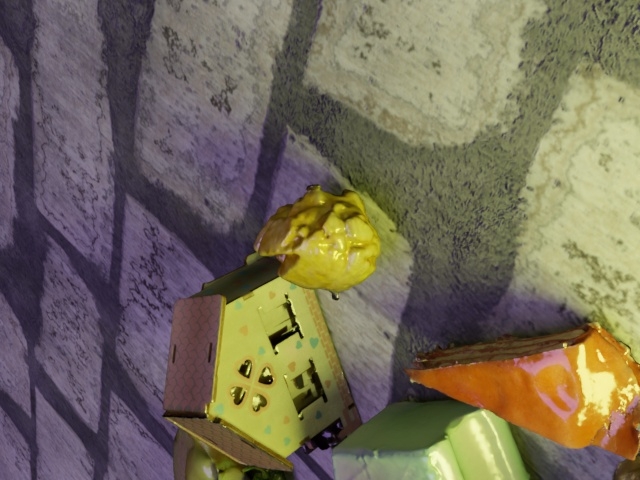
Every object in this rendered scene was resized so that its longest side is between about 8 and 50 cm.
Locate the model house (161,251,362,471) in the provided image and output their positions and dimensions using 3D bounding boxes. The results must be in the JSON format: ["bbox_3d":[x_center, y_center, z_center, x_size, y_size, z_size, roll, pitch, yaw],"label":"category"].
[{"bbox_3d":[-0.102,0.205,1.128,0.169,0.244,0.326,-8,106,47],"label":"model house"}]

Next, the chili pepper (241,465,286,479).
[{"bbox_3d":[-0.088,0.437,1.372,0.072,0.073,0.204,23,140,16],"label":"chili pepper"}]

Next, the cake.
[{"bbox_3d":[0.217,0.141,0.866,0.287,0.098,0.135,7,117,40],"label":"cake"}]

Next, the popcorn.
[{"bbox_3d":[0.000,0.000,0.985,0.167,0.148,0.152,-5,85,38],"label":"popcorn"}]

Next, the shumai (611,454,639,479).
[{"bbox_3d":[0.346,0.378,0.726,0.314,0.262,0.267,57,139,10],"label":"shumai"}]

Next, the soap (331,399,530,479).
[{"bbox_3d":[0.178,0.434,1.019,0.261,0.156,0.446,-17,98,49],"label":"soap"}]

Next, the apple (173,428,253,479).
[{"bbox_3d":[-0.204,0.441,1.467,0.193,0.120,0.265,43,135,42],"label":"apple"}]
